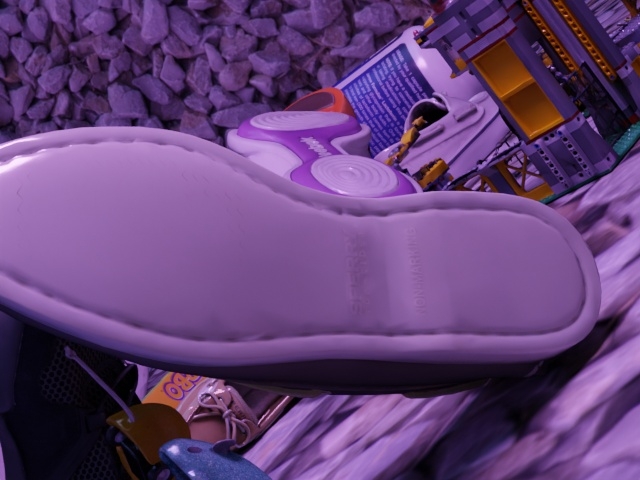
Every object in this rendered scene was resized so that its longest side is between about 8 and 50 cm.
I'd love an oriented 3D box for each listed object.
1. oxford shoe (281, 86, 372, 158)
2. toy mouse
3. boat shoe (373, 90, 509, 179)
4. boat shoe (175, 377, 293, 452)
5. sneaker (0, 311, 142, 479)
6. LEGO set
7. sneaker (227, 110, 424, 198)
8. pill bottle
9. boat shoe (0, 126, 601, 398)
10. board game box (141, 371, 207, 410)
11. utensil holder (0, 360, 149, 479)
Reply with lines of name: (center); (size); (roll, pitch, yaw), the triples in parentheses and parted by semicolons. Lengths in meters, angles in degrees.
oxford shoe: (0.000, 0.000, 1.196); (0.130, 0.133, 0.364); (-19, 33, 28)
toy mouse: (-0.037, 0.124, 0.545); (0.031, 0.161, 0.143); (-37, 44, -24)
boat shoe: (0.131, -0.114, 1.342); (0.096, 0.088, 0.267); (-33, 8, 42)
boat shoe: (-0.049, 0.110, 0.902); (0.153, 0.056, 0.048); (-33, -2, -33)
sneaker: (-0.099, 0.107, 0.643); (0.130, 0.227, 0.087); (10, 28, 17)
LEGO set: (0.156, -0.154, 1.010); (0.331, 0.192, 0.255); (-42, 7, -31)
sneaker: (-0.005, -0.007, 0.920); (0.114, 0.152, 0.305); (-3, 20, -9)
pill bottle: (0.112, -0.174, 1.583); (0.264, 0.153, 0.153); (-36, 7, 19)
boat shoe: (-0.024, 0.021, 0.587); (0.091, 0.305, 0.109); (127, 146, -60)
board game box: (-0.139, 0.162, 0.936); (0.124, 0.039, 0.259); (-60, -5, 34)
utensil holder: (-0.356, 0.121, 1.332); (0.327, 0.327, 0.385); (-39, 9, -15)
